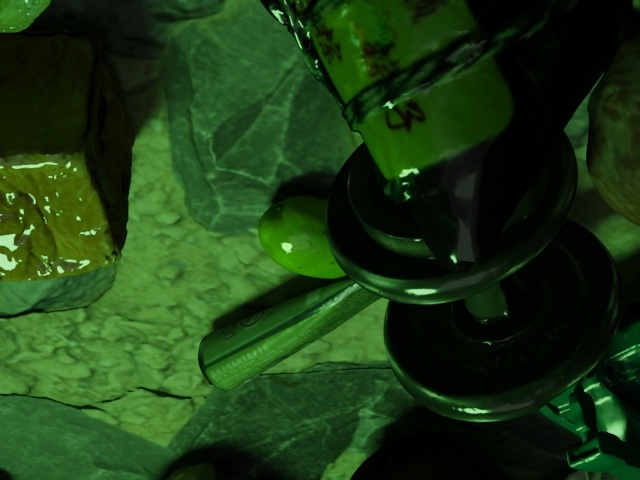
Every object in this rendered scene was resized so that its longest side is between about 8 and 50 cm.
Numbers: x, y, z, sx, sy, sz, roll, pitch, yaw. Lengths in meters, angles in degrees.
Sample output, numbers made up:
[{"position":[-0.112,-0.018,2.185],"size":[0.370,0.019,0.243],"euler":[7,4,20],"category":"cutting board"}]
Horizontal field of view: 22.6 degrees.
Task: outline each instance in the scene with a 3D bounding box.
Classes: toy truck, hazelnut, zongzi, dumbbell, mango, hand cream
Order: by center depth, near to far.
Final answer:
[{"position":[0.093,-0.230,0.903],"size":[0.362,0.319,0.383],"euler":[-31,110,38],"category":"zongzi"},{"position":[0.254,-0.079,1.116],"size":[0.143,0.143,0.154],"euler":[14,105,-12],"category":"hazelnut"},{"position":[0.116,0.012,1.195],"size":[0.192,0.192,0.290],"euler":[-12,137,17],"category":"dumbbell"},{"position":[0.000,0.000,1.294],"size":[0.108,0.056,0.073],"euler":[23,142,-40],"category":"mango"},{"position":[0.321,0.164,1.364],"size":[0.363,0.178,0.176],"euler":[29,135,-35],"category":"toy truck"},{"position":[-0.016,0.067,1.370],"size":[0.235,0.055,0.086],"euler":[-30,170,32],"category":"hand cream"},{"position":[0.097,0.296,1.506],"size":[0.229,0.229,0.229],"euler":[2,139,2],"category":"hazelnut"}]

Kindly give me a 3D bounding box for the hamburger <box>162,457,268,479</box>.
[{"position":[-0.116,0.380,1.573],"size":[0.168,0.192,0.288],"euler":[20,109,-34],"category":"hamburger"}]

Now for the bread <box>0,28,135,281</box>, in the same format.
[{"position":[-0.216,-0.066,1.158],"size":[0.143,0.158,0.149],"euler":[-1,135,7],"category":"bread"}]

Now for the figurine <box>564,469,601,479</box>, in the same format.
[{"position":[0.243,0.288,1.587],"size":[0.098,0.081,0.146],"euler":[52,128,2],"category":"figurine"}]

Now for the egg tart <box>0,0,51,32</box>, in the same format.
[{"position":[-0.254,-0.220,1.040],"size":[0.197,0.078,0.197],"euler":[3,137,3],"category":"egg tart"}]
